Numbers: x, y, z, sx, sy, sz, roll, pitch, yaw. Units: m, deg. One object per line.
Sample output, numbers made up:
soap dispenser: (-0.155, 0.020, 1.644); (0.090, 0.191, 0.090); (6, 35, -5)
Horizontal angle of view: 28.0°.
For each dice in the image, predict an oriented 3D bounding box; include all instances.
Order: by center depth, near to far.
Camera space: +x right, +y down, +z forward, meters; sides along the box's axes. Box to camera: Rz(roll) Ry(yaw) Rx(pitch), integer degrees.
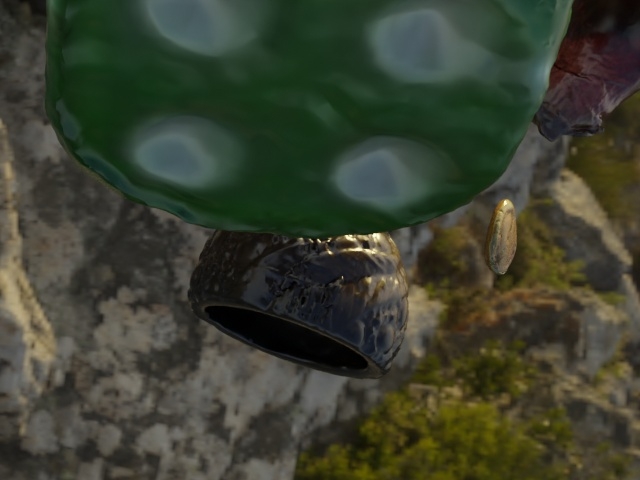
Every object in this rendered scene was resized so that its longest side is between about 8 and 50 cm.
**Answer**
dice: (-0.011, -0.192, 0.773); (0.297, 0.300, 0.287); (7, 55, -8)

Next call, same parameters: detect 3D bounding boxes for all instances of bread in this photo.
bread: (0.261, -0.005, 1.850); (0.110, 0.024, 0.110); (10, 90, -67)

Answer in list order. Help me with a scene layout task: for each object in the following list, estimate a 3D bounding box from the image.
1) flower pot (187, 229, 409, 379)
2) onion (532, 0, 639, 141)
flower pot: (0.000, 0.000, 1.560); (0.266, 0.267, 0.267); (35, 67, -41)
onion: (0.341, -0.258, 1.316); (0.398, 0.398, 0.420); (44, 59, -38)
